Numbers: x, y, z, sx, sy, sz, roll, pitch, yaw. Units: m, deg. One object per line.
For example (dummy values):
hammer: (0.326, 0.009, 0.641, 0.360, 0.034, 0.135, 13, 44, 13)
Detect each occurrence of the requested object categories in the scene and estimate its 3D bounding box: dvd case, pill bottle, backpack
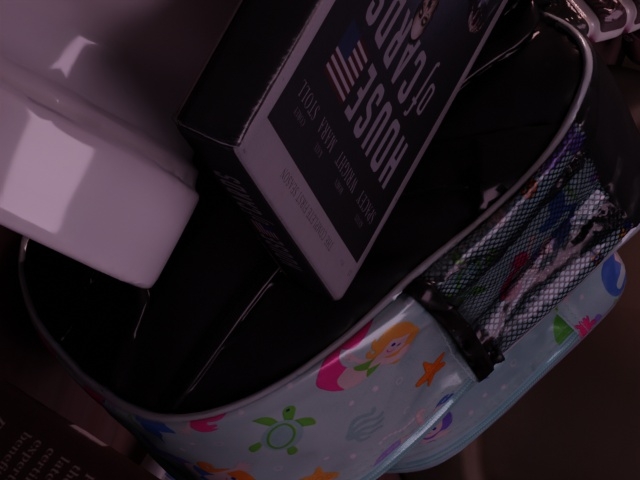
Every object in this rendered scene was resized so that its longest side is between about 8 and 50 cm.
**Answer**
dvd case: (0.037, -0.108, 0.639, 0.239, 0.029, 0.179, -62, 162, -10)
pill bottle: (-0.059, -0.179, 0.664, 0.210, 0.210, 0.363, 30, 85, -50)
backpack: (0.000, 0.000, 0.810, 0.253, 0.225, 0.191, -42, 137, -12)

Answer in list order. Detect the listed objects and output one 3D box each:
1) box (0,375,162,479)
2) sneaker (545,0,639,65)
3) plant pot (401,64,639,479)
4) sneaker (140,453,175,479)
box: (-0.125, 0.174, 0.773, 0.167, 0.203, 0.168, -55, 140, -14)
sneaker: (0.173, -0.140, 1.032, 0.281, 0.106, 0.162, -22, 155, -17)
plant pot: (0.247, 0.085, 1.082, 0.323, 0.280, 0.323, -25, 127, -38)
sneaker: (-0.044, 0.215, 0.942, 0.091, 0.126, 0.240, -16, 120, -43)
